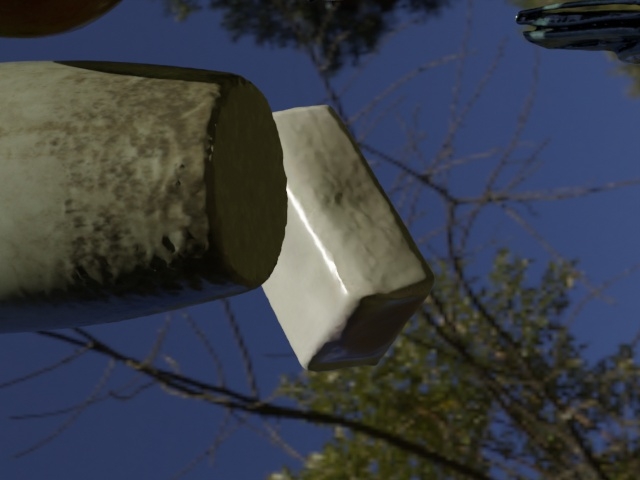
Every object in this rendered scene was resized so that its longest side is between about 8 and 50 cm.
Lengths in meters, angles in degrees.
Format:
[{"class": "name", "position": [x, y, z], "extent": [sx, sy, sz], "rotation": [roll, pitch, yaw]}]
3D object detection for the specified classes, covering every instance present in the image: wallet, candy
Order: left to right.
[{"class": "candy", "position": [-0.001, -0.001, 1.943], "extent": [0.145, 0.208, 0.358], "rotation": [-7, -126, -31]}, {"class": "wallet", "position": [0.438, -0.253, 1.686], "extent": [0.342, 0.237, 0.075], "rotation": [-4, -85, -38]}]

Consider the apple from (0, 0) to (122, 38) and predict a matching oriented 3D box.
[{"class": "apple", "position": [-0.294, -0.355, 1.355], "extent": [0.319, 0.277, 0.319], "rotation": [16, -90, -76]}]

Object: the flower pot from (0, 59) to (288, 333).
[{"class": "flower pot", "position": [-0.221, -0.054, 1.418], "extent": [0.293, 0.330, 0.293], "rotation": [-5, -90, -70]}]

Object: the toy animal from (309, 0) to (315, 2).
[{"class": "toy animal", "position": [0.059, -0.407, 1.699], "extent": [0.165, 0.235, 0.187], "rotation": [63, -150, 0]}]
